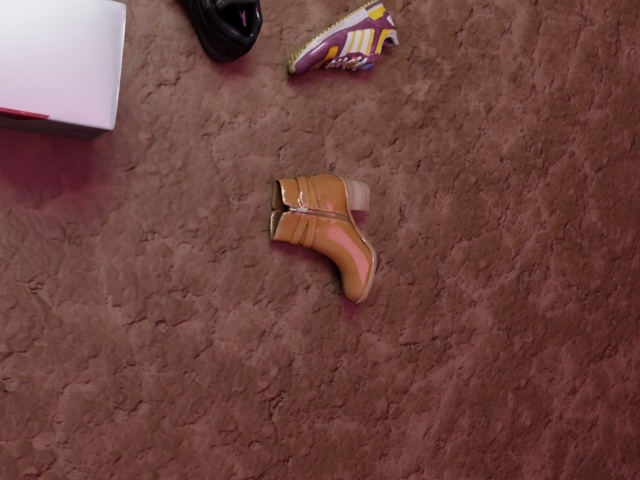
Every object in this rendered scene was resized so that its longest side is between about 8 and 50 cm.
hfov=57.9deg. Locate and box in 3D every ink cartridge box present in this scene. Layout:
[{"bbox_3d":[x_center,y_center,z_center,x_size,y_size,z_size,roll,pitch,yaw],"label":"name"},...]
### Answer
[{"bbox_3d":[-0.290,-0.181,0.609,0.128,0.176,0.127,5,92,-30],"label":"ink cartridge box"}]

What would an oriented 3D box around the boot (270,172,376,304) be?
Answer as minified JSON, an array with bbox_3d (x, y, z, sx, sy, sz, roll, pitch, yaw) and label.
[{"bbox_3d":[0.000,0.000,0.853,0.152,0.073,0.197,-1,85,-30],"label":"boot"}]

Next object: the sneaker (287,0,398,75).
[{"bbox_3d":[0.039,-0.274,0.834,0.185,0.069,0.084,-39,108,-17],"label":"sneaker"}]

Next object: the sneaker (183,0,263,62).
[{"bbox_3d":[-0.142,-0.333,0.696,0.087,0.130,0.227,-37,110,-21],"label":"sneaker"}]
